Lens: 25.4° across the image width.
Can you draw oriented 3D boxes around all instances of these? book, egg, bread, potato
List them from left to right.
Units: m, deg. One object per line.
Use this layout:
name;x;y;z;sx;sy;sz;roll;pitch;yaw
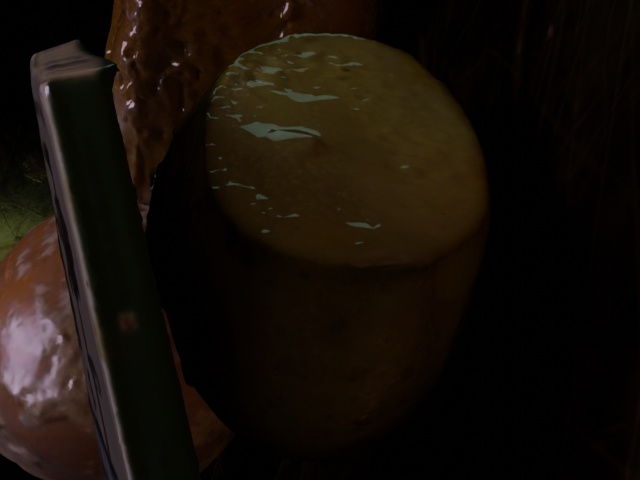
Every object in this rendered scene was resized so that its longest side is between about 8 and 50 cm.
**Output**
egg;-0.133;0.068;0.950;0.245;0.203;0.203;-51;-18;-72
book;-0.065;0.108;0.568;0.260;0.043;0.371;-141;39;-75
bread;-0.047;-0.132;0.911;0.195;0.176;0.246;-99;20;-63
potato;0.000;0.000;0.605;0.298;0.141;0.176;-149;56;-76
